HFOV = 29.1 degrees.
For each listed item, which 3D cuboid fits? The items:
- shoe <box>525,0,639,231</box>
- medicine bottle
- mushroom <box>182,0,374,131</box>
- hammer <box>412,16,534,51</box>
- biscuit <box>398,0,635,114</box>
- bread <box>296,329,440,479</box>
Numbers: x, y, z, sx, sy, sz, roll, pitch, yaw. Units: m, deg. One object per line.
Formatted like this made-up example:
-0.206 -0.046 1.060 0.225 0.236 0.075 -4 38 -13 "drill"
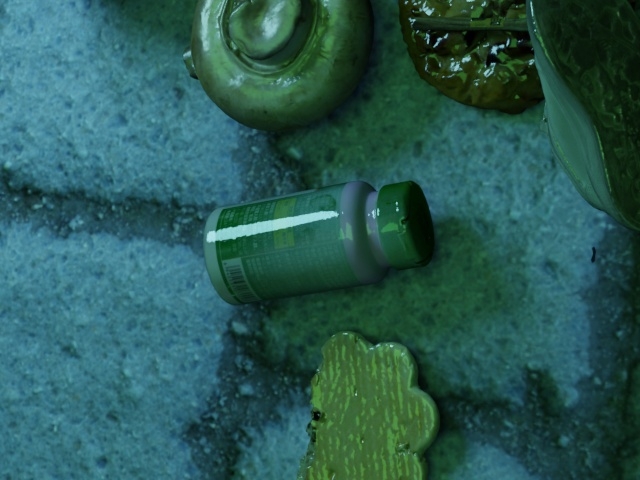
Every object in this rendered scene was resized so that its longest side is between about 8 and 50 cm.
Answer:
0.308 -0.156 1.421 0.124 0.159 0.316 -21 90 -10 "shoe"
0.000 0.000 1.549 0.274 0.133 0.133 -9 84 22 "medicine bottle"
-0.056 -0.256 1.564 0.255 0.184 0.255 1 95 10 "mushroom"
0.194 -0.255 1.472 0.182 0.017 0.062 4 93 28 "hammer"
0.241 -0.320 1.499 0.289 0.081 0.334 29 99 22 "biscuit"
0.061 0.247 1.560 0.182 0.039 0.251 12 91 22 "bread"
